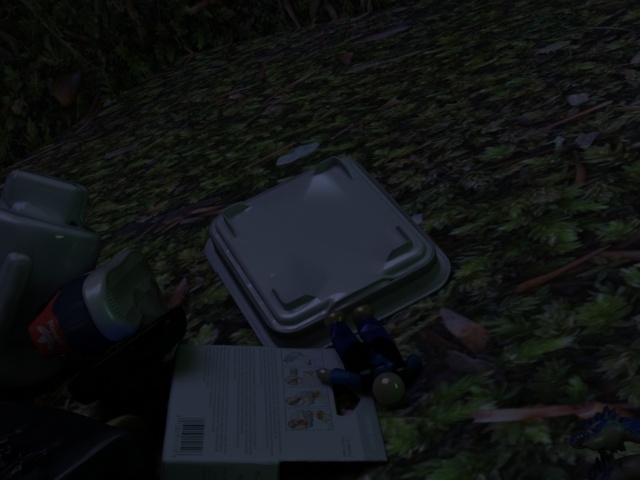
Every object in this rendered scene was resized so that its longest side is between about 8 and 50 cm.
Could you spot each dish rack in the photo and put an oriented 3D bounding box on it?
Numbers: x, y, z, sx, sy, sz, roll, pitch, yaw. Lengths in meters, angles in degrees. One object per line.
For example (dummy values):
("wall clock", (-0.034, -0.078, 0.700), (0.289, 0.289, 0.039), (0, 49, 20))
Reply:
("dish rack", (-0.004, 0.002, 1.531), (0.286, 0.072, 0.333), (-26, 41, -11))

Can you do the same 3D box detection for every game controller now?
("game controller", (-0.247, 0.150, 1.397), (0.166, 0.067, 0.319), (-45, 2, -12))

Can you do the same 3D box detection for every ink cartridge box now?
("ink cartridge box", (-0.058, 0.206, 1.257), (0.239, 0.060, 0.275), (2, 21, -5))

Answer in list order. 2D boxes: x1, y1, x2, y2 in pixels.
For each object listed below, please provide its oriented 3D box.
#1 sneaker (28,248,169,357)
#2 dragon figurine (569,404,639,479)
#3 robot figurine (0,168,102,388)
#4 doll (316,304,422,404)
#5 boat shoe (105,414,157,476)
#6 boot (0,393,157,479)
("sneaker", (-0.325, 0.101, 1.573), (0.148, 0.131, 0.350), (-26, -3, 5))
("dragon figurine", (0.358, 0.152, 0.936), (0.289, 0.085, 0.144), (-28, 22, -10))
("robot figurine", (-0.456, 0.072, 1.639), (0.200, 0.353, 0.300), (16, 2, -3))
("doll", (0.056, 0.143, 1.293), (0.129, 0.046, 0.189), (-12, 26, -12))
("boat shoe", (-0.297, 0.311, 1.151), (0.110, 0.121, 0.341), (-7, 27, 32))
("boot", (-0.381, 0.295, 1.025), (0.445, 0.146, 0.367), (10, 55, 51))
